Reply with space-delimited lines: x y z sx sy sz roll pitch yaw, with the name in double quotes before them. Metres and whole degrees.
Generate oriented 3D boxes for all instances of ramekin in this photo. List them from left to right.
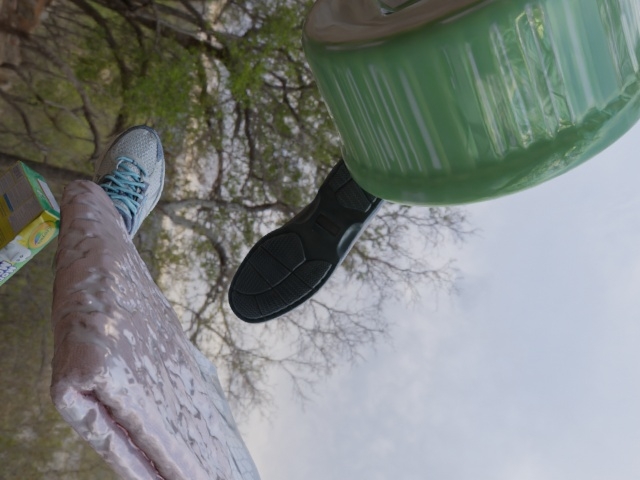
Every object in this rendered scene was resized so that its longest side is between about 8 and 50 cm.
"ramekin" 0.130 -0.186 0.497 0.304 0.148 0.303 -21 -143 17

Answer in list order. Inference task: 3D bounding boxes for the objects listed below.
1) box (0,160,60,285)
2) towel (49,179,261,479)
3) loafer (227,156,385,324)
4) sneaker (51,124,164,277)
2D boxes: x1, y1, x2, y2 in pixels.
"box" -0.385 0.004 0.635 0.179 0.043 0.105 -40 -123 -2
"towel" -0.143 0.125 0.517 0.332 0.053 0.316 47 -17 56
"loafer" 0.000 0.000 0.676 0.267 0.096 0.084 -46 168 10
"sneaker" -0.301 -0.050 0.834 0.122 0.110 0.282 -9 -121 60
